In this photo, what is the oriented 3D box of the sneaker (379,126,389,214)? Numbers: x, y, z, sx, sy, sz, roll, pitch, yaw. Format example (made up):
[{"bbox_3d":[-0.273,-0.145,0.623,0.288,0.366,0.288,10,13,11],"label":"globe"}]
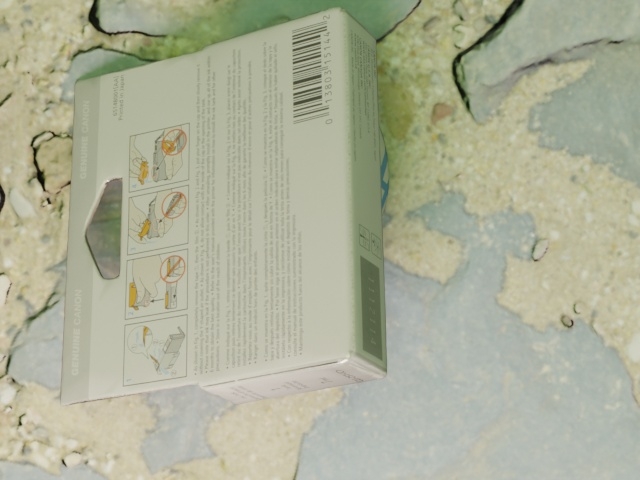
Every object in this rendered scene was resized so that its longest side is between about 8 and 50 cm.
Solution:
[{"bbox_3d":[0.000,0.000,1.374,0.085,0.086,0.237,16,89,4],"label":"sneaker"}]

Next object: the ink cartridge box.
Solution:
[{"bbox_3d":[-0.079,-0.017,1.339,0.261,0.066,0.296,-12,66,26],"label":"ink cartridge box"}]
